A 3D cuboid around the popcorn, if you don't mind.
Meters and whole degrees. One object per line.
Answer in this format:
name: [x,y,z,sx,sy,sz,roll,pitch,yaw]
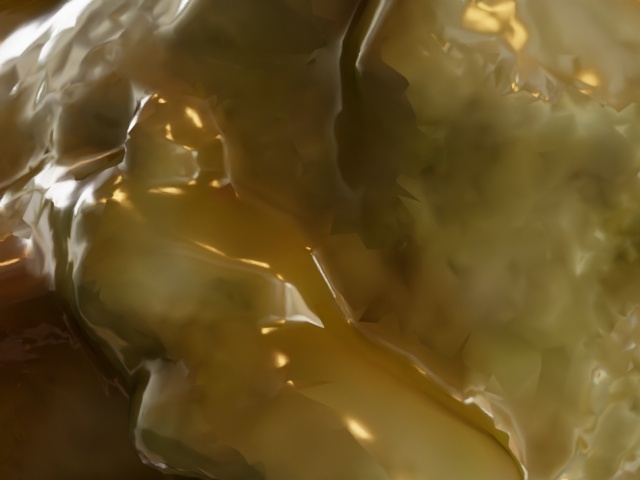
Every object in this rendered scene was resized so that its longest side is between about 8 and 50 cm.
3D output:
popcorn: [0.000,0.000,0.438,0.286,0.252,0.215,-7,-70,47]
